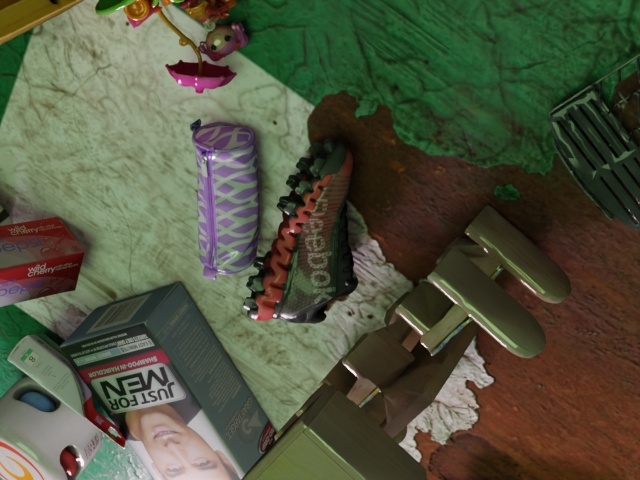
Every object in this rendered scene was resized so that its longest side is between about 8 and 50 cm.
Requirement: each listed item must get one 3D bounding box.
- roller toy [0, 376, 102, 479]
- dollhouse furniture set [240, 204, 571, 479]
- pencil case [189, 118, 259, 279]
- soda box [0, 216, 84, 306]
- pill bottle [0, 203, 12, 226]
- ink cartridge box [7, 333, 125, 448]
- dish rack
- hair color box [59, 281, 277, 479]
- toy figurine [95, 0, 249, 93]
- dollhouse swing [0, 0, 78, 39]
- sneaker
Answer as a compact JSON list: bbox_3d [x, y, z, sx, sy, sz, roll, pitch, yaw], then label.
[{"bbox_3d":[-0.485,0.341,1.478,0.191,0.146,0.209,-26,110,44],"label":"roller toy"},{"bbox_3d":[0.126,0.223,0.987,0.256,0.394,0.362,43,126,5],"label":"dollhouse furniture set"},{"bbox_3d":[-0.125,-0.054,1.115,0.086,0.088,0.206,12,125,18],"label":"pencil case"},{"bbox_3d":[-0.480,0.041,1.211,0.092,0.263,0.083,47,131,29],"label":"soda box"},{"bbox_3d":[-0.574,-0.075,1.270,0.119,0.119,0.208,-24,108,33],"label":"pill bottle"},{"bbox_3d":[-0.388,0.237,1.366,0.225,0.056,0.181,38,169,-5],"label":"ink cartridge box"},{"bbox_3d":[0.382,-0.117,0.873,0.271,0.074,0.208,-33,103,35],"label":"dish rack"},{"bbox_3d":[-0.218,0.264,1.339,0.185,0.113,0.374,-17,113,30],"label":"hair color box"},{"bbox_3d":[-0.147,-0.257,1.003,0.173,0.130,0.159,-31,121,9],"label":"toy figurine"},{"bbox_3d":[-0.369,-0.400,0.888,0.305,0.315,0.346,-5,120,48],"label":"dollhouse swing"},{"bbox_3d":[0.000,0.000,1.095,0.135,0.097,0.276,18,117,-9],"label":"sneaker"}]
